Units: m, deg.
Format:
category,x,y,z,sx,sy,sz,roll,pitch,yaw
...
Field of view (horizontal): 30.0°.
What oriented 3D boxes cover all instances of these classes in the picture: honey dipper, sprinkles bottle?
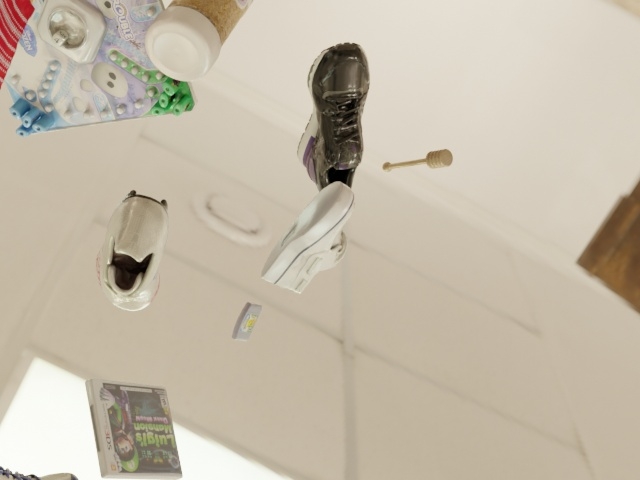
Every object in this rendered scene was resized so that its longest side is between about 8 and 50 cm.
category,x,y,z,sx,sy,sz,roll,pitch,yaw
honey dipper,0.158,-0.130,2.009,0.030,0.030,0.160,16,166,-35
sprinkles bottle,-0.182,-0.423,2.068,0.121,0.121,0.355,28,-133,-4

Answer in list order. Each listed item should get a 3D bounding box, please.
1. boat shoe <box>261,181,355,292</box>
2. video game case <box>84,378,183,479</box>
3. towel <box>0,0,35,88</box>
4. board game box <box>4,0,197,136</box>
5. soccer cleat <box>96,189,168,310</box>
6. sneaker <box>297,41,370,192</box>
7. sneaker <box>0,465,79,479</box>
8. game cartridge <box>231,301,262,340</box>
category,x,y,z,sx,sy,sz,roll,pitch,yaw
boat shoe,0.000,0.000,1.772,0.084,0.258,0.095,29,-123,-12
video game case,-0.323,0.331,2.081,0.190,0.022,0.173,17,-127,-53
towel,-0.518,-0.304,1.862,0.031,0.275,0.199,12,158,4
board game box,-0.454,-0.379,2.139,0.390,0.390,0.050,-5,-151,25
soccer cleat,-0.327,0.052,1.989,0.116,0.331,0.143,16,-125,-4
sneaker,0.040,-0.184,1.922,0.107,0.283,0.124,-11,-129,-17
sneaker,-0.512,0.404,1.911,0.296,0.131,0.112,-10,-170,-43
game cartridge,-0.154,0.168,2.472,0.017,0.083,0.056,26,-175,32
